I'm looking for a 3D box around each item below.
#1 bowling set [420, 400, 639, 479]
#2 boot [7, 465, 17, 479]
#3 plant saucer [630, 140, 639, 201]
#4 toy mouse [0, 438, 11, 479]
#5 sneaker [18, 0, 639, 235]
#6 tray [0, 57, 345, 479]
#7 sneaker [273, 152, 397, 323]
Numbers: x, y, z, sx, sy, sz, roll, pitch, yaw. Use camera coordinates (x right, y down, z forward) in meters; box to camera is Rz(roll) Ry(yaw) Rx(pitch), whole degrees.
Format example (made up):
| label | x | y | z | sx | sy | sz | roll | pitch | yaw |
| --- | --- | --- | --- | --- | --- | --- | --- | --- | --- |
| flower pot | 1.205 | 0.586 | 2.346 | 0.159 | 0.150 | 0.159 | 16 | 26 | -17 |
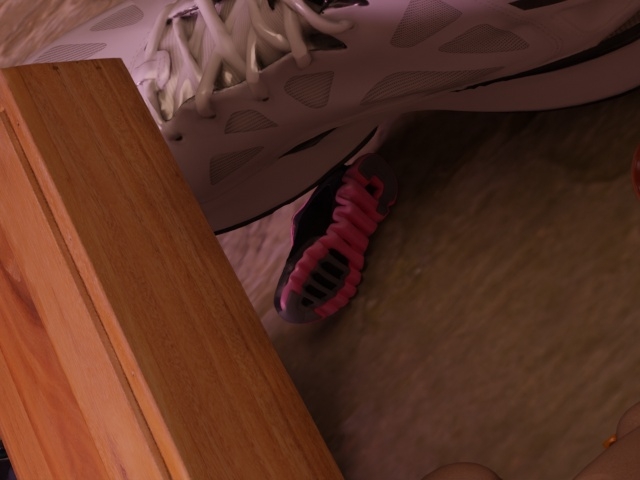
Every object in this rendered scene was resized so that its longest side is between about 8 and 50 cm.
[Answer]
| label | x | y | z | sx | sy | sz | roll | pitch | yaw |
| --- | --- | --- | --- | --- | --- | --- | --- | --- | --- |
| bowling set | 0.166 | 0.167 | 0.826 | 0.287 | 0.200 | 0.154 | -18 | 13 | 34 |
| boot | -0.141 | 0.213 | 1.047 | 0.246 | 0.094 | 0.207 | -32 | 48 | 7 |
| plant saucer | 0.209 | -0.044 | 1.017 | 0.083 | 0.013 | 0.083 | -22 | 48 | 26 |
| toy mouse | -0.211 | 0.112 | 1.182 | 0.143 | 0.161 | 0.031 | -53 | -2 | -3 |
| sneaker | -0.023 | -0.143 | 1.024 | 0.447 | 0.257 | 0.169 | -17 | 67 | 12 |
| tray | -0.075 | 0.120 | 0.889 | 0.203 | 0.076 | 0.411 | 106 | 146 | -40 |
| sneaker | 0.000 | 0.000 | 1.135 | 0.057 | 0.047 | 0.119 | 2 | 53 | 46 |
